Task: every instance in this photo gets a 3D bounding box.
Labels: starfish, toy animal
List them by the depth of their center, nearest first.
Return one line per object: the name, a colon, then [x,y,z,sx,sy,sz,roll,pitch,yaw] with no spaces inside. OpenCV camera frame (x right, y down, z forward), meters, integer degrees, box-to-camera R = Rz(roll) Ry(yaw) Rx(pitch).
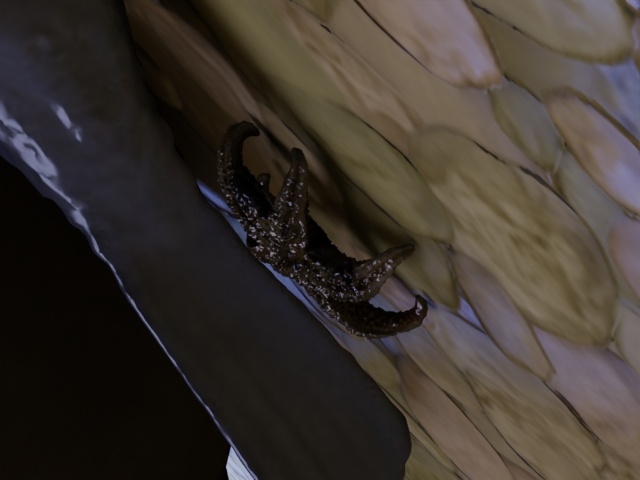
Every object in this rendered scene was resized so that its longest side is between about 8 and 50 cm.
toy animal: [-0.100,-0.078,0.557,0.367,0.081,0.206,50,173,16]
starfish: [0.000,0.000,0.616,0.091,0.028,0.078,22,150,54]

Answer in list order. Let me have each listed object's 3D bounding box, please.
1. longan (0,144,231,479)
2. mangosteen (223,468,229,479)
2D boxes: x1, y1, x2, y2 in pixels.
longan: [-0.176,0.033,0.729,0.297,0.297,0.297,45,168,13]
mangosteen: [-0.194,0.167,1.290,0.288,0.288,0.288,45,168,13]
